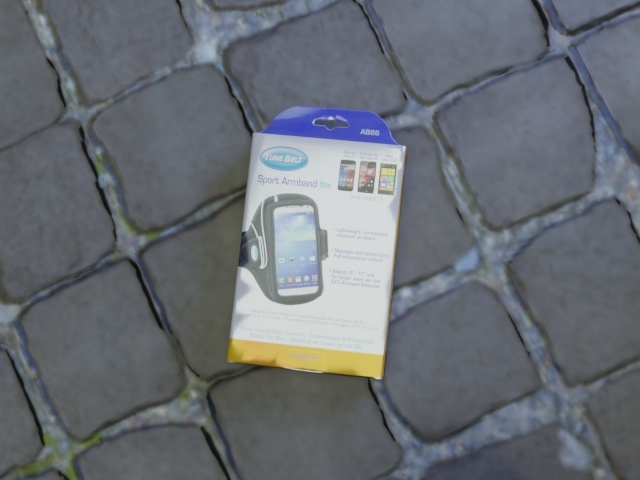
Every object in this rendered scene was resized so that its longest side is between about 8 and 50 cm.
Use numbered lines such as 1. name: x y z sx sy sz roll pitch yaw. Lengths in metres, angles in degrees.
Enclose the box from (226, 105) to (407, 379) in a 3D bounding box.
1. box: 0.000 0.000 0.539 0.081 0.028 0.136 6 83 6
